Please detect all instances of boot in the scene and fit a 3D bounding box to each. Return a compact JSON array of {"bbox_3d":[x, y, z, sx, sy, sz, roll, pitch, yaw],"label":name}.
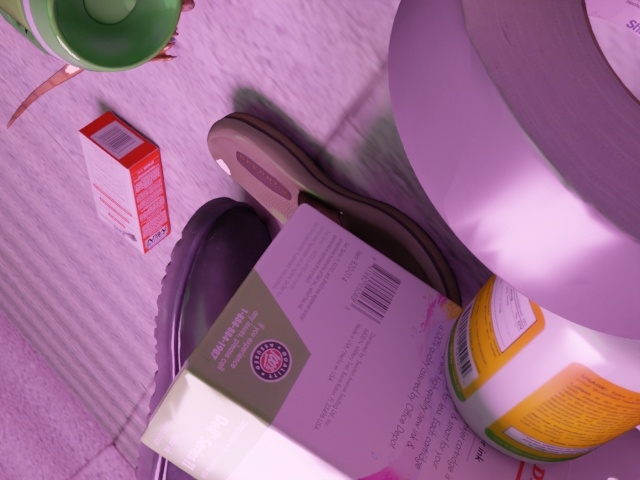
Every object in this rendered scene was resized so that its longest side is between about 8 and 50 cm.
[{"bbox_3d":[0.038,0.189,0.897,0.445,0.146,0.366,21,111,28],"label":"boot"}]

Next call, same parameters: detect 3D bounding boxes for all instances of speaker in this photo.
[{"bbox_3d":[-0.230,-0.238,0.768,0.296,0.131,0.131,38,152,46],"label":"speaker"}]

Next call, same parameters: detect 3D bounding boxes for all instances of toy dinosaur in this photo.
[{"bbox_3d":[-0.202,-0.186,0.840,0.211,0.112,0.064,-31,85,25],"label":"toy dinosaur"}]

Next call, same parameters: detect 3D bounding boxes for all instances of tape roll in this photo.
[{"bbox_3d":[0.143,-0.072,0.383,0.219,0.219,0.072,47,151,5],"label":"tape roll"}]

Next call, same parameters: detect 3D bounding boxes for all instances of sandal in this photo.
[{"bbox_3d":[-0.001,0.000,0.813,0.303,0.086,0.120,37,150,18],"label":"sandal"}]

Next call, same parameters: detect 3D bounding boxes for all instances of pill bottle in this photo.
[{"bbox_3d":[0.179,0.045,0.558,0.136,0.136,0.245,44,151,11],"label":"pill bottle"}]

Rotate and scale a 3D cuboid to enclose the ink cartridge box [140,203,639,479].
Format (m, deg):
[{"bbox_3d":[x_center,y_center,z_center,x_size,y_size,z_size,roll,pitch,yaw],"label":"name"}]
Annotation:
[{"bbox_3d":[0.072,0.154,0.682,0.353,0.207,0.119,34,133,0],"label":"ink cartridge box"}]

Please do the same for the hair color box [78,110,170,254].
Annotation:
[{"bbox_3d":[-0.242,-0.070,1.116,0.093,0.053,0.167,36,148,21],"label":"hair color box"}]
